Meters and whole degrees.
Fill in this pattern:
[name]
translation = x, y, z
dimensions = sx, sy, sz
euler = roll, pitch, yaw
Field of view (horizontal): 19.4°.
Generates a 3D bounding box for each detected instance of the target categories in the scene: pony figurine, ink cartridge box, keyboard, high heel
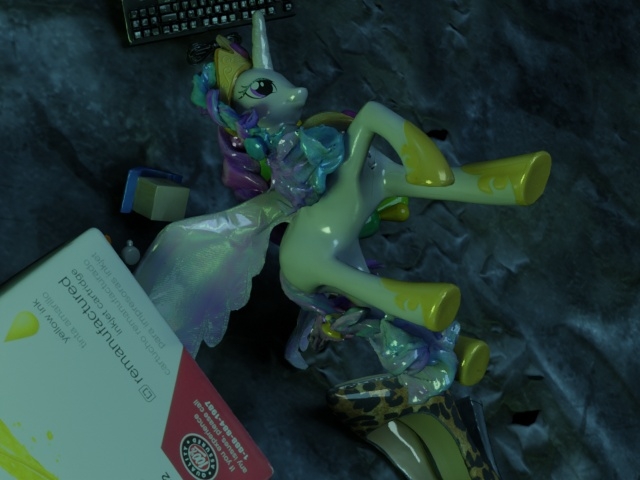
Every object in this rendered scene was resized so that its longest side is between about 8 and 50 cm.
[pony figurine]
translation = 0.000, 0.000, 1.725
dimensions = 0.303, 0.363, 0.351
euler = -6, 117, -51
[ink cartridge box]
translation = -0.261, 0.212, 1.535
dimensions = 0.279, 0.160, 0.384
euler = 55, 45, -8
[keyboard]
translation = -0.113, -0.235, 1.908
dimensions = 0.180, 0.023, 0.108
euler = -12, 110, -15
[high heel]
translation = 0.107, 0.236, 1.906
dimensions = 0.261, 0.093, 0.186
euler = 17, 53, -47

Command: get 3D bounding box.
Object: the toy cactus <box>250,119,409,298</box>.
[toy cactus]
translation = 0.013, -0.030, 1.956
dimensions = 0.219, 0.112, 0.180
euler = 16, 70, -47

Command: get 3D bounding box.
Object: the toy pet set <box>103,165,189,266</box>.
[toy pet set]
translation = -0.177, -0.011, 1.806
dimensions = 0.122, 0.065, 0.114
euler = 4, 103, -38
